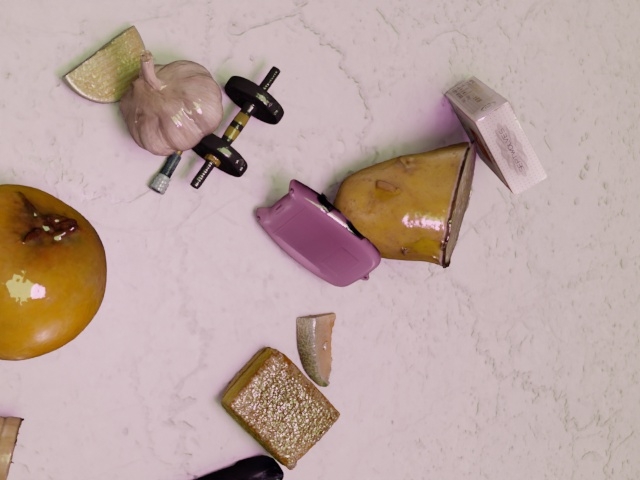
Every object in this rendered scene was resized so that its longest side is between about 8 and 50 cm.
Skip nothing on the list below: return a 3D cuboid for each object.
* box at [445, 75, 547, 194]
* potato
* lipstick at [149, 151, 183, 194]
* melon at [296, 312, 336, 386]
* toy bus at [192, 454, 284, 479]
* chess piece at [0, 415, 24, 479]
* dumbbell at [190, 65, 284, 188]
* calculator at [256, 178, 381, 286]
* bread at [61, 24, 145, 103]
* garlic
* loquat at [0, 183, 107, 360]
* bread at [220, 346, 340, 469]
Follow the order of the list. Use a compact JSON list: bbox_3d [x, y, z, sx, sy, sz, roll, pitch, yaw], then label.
[{"bbox_3d":[0.417,-0.258,2.095,0.095,0.330,0.210,-30,110,8],"label":"box"},{"bbox_3d":[0.199,-0.115,2.065,0.397,0.296,0.289,-67,163,-45],"label":"potato"},{"bbox_3d":[-0.325,-0.155,1.873,0.037,0.037,0.116,35,74,-26],"label":"lipstick"},{"bbox_3d":[-0.008,0.264,2.078,0.098,0.054,0.182,1,94,-43],"label":"melon"},{"bbox_3d":[-0.222,0.596,1.939,0.303,0.127,0.147,-15,106,-28],"label":"toy bus"},{"bbox_3d":[-0.733,0.378,1.661,0.301,0.137,0.137,15,87,-16],"label":"chess piece"},{"bbox_3d":[-0.182,-0.245,1.879,0.143,0.143,0.325,39,76,-25],"label":"dumbbell"},{"bbox_3d":[0.000,0.001,1.954,0.294,0.194,0.043,41,42,-14],"label":"calculator"},{"bbox_3d":[-0.429,-0.347,1.801,0.193,0.036,0.112,-45,117,-22],"label":"bread"},{"bbox_3d":[-0.319,-0.293,1.748,0.218,0.219,0.212,-55,149,-13],"label":"garlic"},{"bbox_3d":[-0.572,0.075,1.620,0.328,0.328,0.359,27,125,-27],"label":"loquat"},{"bbox_3d":[-0.095,0.380,1.994,0.184,0.110,0.234,-47,108,-21],"label":"bread"}]
